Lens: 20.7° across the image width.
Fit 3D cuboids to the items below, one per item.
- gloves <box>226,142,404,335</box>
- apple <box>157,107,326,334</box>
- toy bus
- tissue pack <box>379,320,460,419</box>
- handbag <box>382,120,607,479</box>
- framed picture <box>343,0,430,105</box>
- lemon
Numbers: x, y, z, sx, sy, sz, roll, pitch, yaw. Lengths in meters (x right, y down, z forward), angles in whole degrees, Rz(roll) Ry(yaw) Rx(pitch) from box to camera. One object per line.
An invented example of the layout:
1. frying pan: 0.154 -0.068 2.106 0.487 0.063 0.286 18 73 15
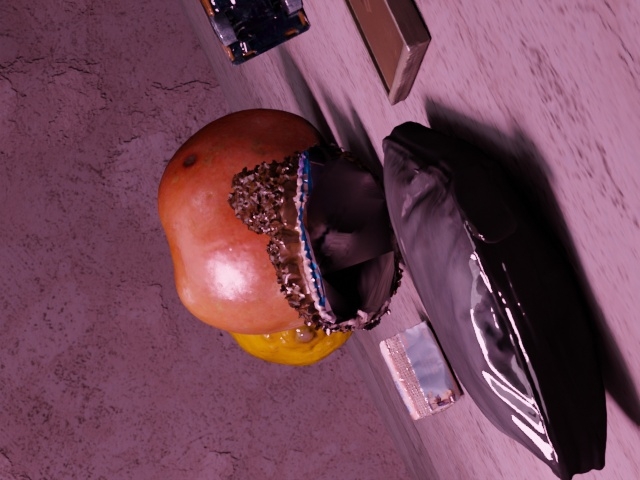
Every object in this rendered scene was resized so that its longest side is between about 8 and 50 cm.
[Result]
1. gloves: 0.004 -0.006 1.734 0.210 0.135 0.312 58 179 5
2. apple: -0.073 -0.018 1.984 0.253 0.253 0.253 155 90 -87
3. toy bus: -0.088 -0.270 1.641 0.182 0.091 0.103 66 176 -34
4. tissue pack: 0.105 0.139 1.845 0.074 0.059 0.094 83 163 -85
5. handbag: 0.101 0.027 1.087 0.332 0.075 0.191 -116 5 -79
6. framed picture: 0.028 -0.175 1.169 0.203 0.015 0.150 94 151 -84
7. lemon: -0.042 0.063 2.350 0.260 0.204 0.204 -113 0 -60
